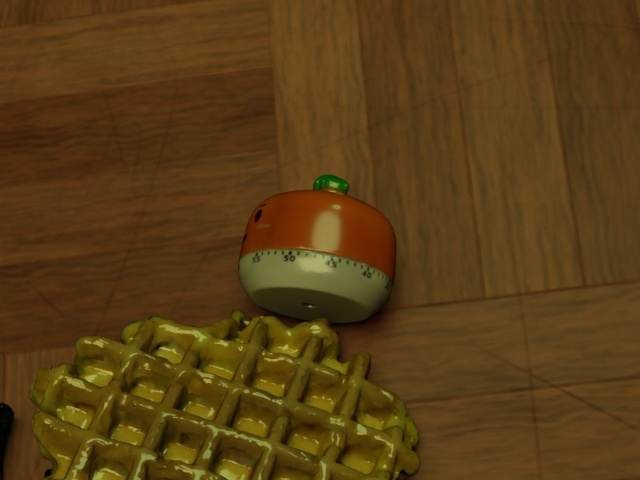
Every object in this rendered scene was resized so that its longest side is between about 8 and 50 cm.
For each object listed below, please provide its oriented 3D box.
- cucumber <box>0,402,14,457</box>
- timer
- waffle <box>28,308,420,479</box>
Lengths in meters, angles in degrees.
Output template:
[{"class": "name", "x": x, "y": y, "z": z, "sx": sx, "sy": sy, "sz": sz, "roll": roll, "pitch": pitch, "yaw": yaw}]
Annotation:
[{"class": "cucumber", "x": -0.291, "y": 0.223, "z": 1.202, "sx": 0.058, "sy": 0.058, "sz": 0.187, "roll": 1, "pitch": 66, "yaw": 9}, {"class": "timer", "x": 0.000, "y": 0.000, "z": 1.232, "sx": 0.136, "sy": 0.099, "sz": 0.136, "roll": 1, "pitch": 73, "yaw": -3}, {"class": "waffle", "x": -0.067, "y": 0.161, "z": 1.137, "sx": 0.329, "sy": 0.062, "sz": 0.329, "roll": 6, "pitch": 48, "yaw": -6}]
